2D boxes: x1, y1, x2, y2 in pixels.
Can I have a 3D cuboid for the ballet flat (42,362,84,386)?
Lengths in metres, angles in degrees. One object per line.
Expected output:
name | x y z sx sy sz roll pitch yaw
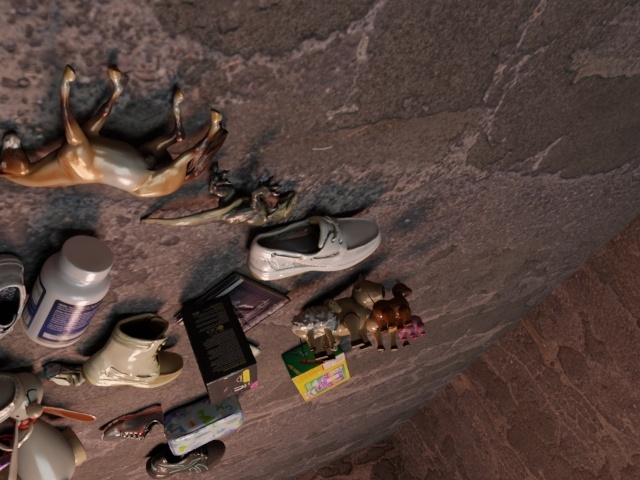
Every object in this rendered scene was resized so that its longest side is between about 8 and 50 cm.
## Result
ballet flat | -0.481 0.262 1.015 0.041 0.041 0.114 -37 150 12

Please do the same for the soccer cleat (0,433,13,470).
soccer cleat | -0.639 0.453 1.130 0.248 0.083 0.095 9 128 -45

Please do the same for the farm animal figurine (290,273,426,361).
farm animal figurine | 0.094 0.185 1.308 0.326 0.172 0.330 -15 157 -3

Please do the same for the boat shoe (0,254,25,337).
boat shoe | -0.460 0.099 0.756 0.066 0.063 0.184 5 135 -46

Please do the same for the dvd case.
dvd case | -0.182 0.146 1.129 0.164 0.018 0.221 -36 151 11

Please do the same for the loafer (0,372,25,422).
loafer | -0.640 0.272 0.812 0.319 0.112 0.111 -13 155 -28

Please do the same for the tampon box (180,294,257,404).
tampon box | -0.197 0.215 1.038 0.101 0.161 0.120 -19 150 -18

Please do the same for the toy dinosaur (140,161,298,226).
toy dinosaur | -0.132 -0.060 0.818 0.268 0.064 0.118 -6 149 -32

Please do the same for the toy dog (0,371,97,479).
toy dog | -0.534 0.410 1.011 0.220 0.161 0.334 -46 154 -24

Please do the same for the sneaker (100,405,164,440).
sneaker | -0.470 0.474 1.324 0.157 0.065 0.061 -21 149 -17

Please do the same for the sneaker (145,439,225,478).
sneaker | -0.410 0.685 1.670 0.267 0.101 0.106 0 136 -43

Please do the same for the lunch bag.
lunch bag | -0.331 0.519 1.494 0.218 0.090 0.176 -20 148 -18

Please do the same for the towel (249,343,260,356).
towel | -0.225 0.282 1.301 0.113 0.023 0.152 -35 148 3

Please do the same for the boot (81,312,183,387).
boot | -0.336 0.217 1.040 0.213 0.077 0.165 13 128 -47

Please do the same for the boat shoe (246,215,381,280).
boat shoe | 0.000 0.000 0.987 0.277 0.098 0.096 -16 148 -22

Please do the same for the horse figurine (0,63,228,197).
horse figurine | -0.231 -0.113 0.638 0.263 0.066 0.174 6 129 -43

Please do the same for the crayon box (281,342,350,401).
crayon box | -0.008 0.386 1.591 0.165 0.081 0.278 -26 151 -8

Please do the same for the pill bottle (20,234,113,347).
pill bottle | -0.366 0.073 0.770 0.094 0.094 0.169 4 137 -45
